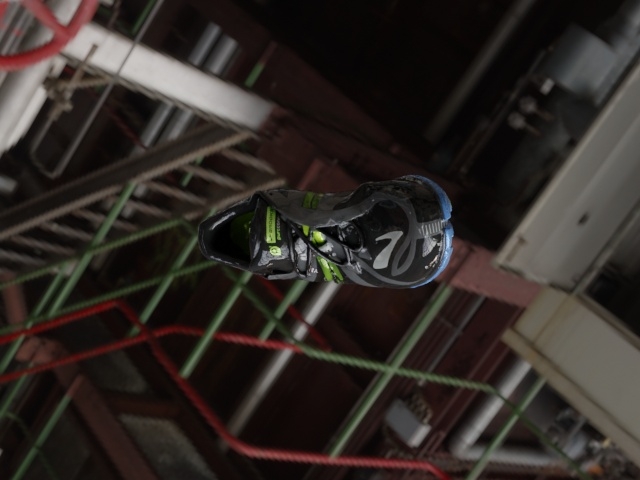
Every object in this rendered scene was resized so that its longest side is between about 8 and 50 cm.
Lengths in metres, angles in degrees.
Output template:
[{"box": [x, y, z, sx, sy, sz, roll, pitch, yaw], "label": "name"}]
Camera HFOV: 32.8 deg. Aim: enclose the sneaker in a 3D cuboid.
[{"box": [0.000, 0.000, 0.646, 0.188, 0.067, 0.078, -2, -174, 43], "label": "sneaker"}]
